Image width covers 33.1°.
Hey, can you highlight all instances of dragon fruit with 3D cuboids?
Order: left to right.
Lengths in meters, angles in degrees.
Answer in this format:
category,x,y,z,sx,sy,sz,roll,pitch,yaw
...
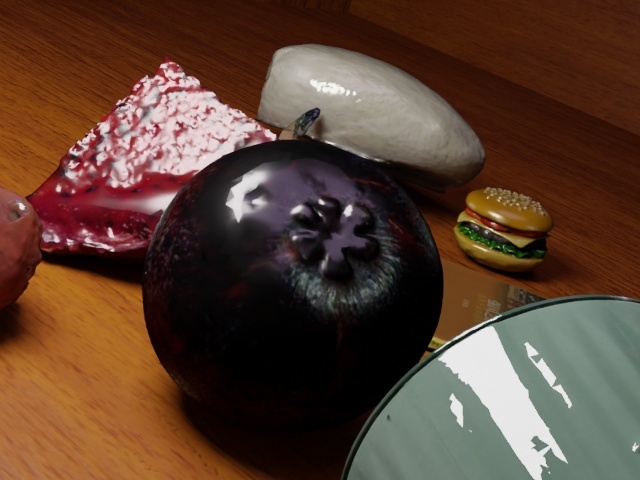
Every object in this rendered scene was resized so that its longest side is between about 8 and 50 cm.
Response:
category,x,y,z,sx,sy,sz,roll,pitch,yaw
dragon fruit,-0.232,-0.085,1.352,0.330,0.240,0.302,-23,0,-19

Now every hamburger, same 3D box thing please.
category,x,y,z,sx,sy,sz,roll,pitch,yaw
hamburger,0.295,-0.017,1.724,0.162,0.115,0.162,16,18,-5

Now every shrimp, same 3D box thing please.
category,x,y,z,sx,sy,sz,roll,pitch,yaw
shrimp,0.032,-0.109,1.689,0.262,0.198,0.051,6,-15,-40

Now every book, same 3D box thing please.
category,x,y,z,sx,sy,sz,roll,pitch,yaw
book,0.181,0.089,1.455,0.374,0.028,0.262,21,22,6

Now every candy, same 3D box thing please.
category,x,y,z,sx,sy,sz,roll,pitch,yaw
candy,0.087,-0.213,1.873,0.427,0.186,0.386,25,0,8

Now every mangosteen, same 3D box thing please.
category,x,y,z,sx,sy,sz,roll,pitch,yaw
mangosteen,-0.038,0.051,1.069,0.300,0.300,0.300,15,20,-6

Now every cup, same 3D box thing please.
category,x,y,z,sx,sy,sz,roll,pitch,yaw
cup,0.247,0.259,0.686,0.401,0.310,0.392,7,27,-21

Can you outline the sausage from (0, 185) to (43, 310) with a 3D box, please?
category,x,y,z,sx,sy,sz,roll,pitch,yaw
sausage,-0.405,0.006,1.037,0.279,0.152,0.152,3,24,-33
